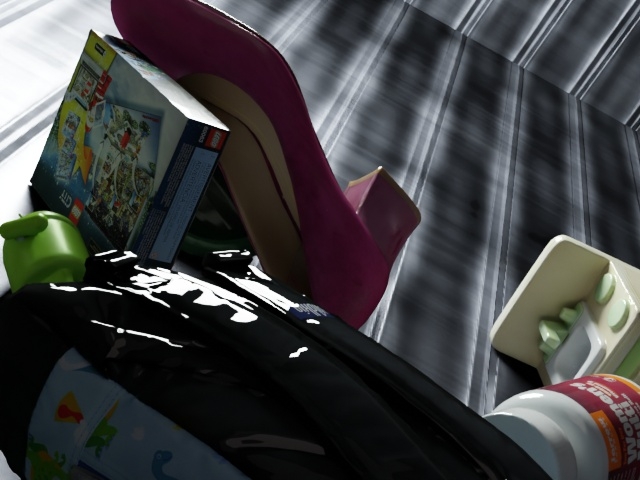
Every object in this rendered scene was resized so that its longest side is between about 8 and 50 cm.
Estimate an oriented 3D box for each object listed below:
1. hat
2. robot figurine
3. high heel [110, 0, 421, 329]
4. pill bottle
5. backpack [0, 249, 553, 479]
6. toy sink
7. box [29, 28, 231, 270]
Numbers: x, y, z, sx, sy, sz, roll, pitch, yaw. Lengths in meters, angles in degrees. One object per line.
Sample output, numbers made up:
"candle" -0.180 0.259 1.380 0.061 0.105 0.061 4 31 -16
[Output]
"hat" -0.106 -0.043 1.524 0.208 0.183 0.173 -7 76 -18
"robot figurine" -0.217 0.022 1.174 0.101 0.067 0.115 50 5 -39
"high heel" -0.076 -0.072 1.364 0.377 0.127 0.181 39 57 -8
"pill bottle" 0.213 0.188 1.297 0.121 0.121 0.221 41 23 26
"backpack" -0.004 0.174 0.904 0.355 0.273 0.290 17 9 33
"toy sink" 0.321 0.123 1.550 0.234 0.153 0.131 25 21 -16
"box" -0.172 -0.072 1.276 0.044 0.159 0.233 14 18 -35
